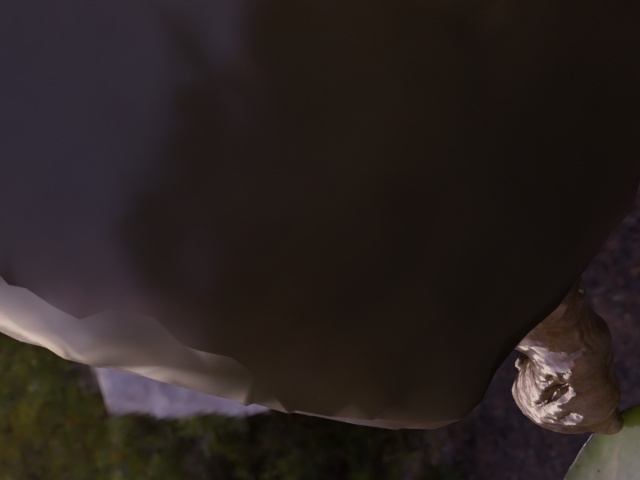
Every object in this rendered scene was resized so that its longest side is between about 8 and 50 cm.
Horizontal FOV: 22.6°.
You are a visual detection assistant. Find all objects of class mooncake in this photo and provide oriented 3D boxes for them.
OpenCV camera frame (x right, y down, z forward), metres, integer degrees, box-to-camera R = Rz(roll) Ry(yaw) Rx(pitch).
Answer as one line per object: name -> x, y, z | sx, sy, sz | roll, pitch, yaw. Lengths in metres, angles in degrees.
mooncake -> -0.041, -0.113, 0.583 | 0.394, 0.393, 0.246 | 26, 111, 23

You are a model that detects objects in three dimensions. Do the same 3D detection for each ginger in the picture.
ginger -> 0.097, 0.024, 0.787 | 0.089, 0.075, 0.288 | 43, 173, 38

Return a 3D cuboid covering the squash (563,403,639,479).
squash -> 0.225, 0.205, 0.847 | 0.252, 0.049, 0.252 | 12, 106, 47
